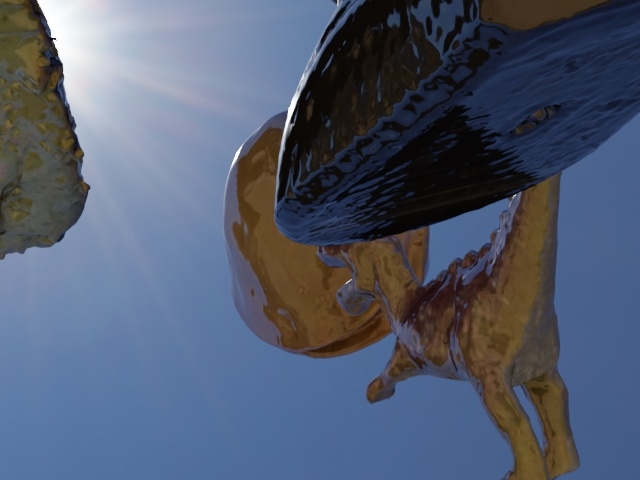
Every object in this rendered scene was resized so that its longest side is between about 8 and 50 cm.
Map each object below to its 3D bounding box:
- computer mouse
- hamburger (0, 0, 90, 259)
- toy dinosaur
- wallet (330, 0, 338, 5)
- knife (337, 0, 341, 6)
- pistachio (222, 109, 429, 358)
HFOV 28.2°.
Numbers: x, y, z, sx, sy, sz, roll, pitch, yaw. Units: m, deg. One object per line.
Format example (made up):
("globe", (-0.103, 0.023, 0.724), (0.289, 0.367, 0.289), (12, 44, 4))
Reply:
("computer mouse", (0.060, -0.072, 0.409), (0.264, 0.147, 0.088), (-32, -104, 60))
("hamburger", (-0.275, -0.134, 0.731), (0.195, 0.318, 0.276), (-24, -118, -12))
("toy dinosaur", (0.077, 0.019, 0.599), (0.251, 0.072, 0.199), (126, -53, -62))
("wallet", (-0.116, -0.288, 0.940), (0.041, 0.323, 0.247), (-49, -150, 4))
("knife", (0.145, -0.158, 0.856), (0.266, 0.040, 0.073), (1, -70, 3))
("pistachio", (0.000, 0.000, 1.073), (0.212, 0.163, 0.260), (-49, -151, 28))
